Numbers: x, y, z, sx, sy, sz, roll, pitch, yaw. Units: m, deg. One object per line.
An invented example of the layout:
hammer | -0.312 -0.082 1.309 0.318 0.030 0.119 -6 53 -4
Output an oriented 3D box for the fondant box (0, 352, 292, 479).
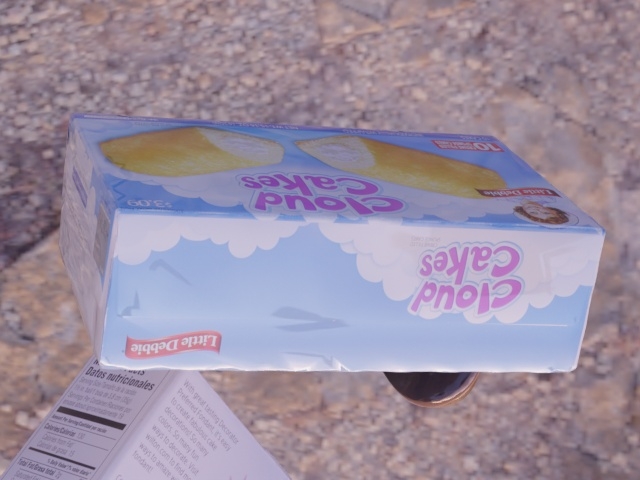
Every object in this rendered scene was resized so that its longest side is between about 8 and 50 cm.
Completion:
fondant box | -0.140 0.268 0.921 0.330 0.096 0.238 -54 128 -25

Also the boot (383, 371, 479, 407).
boot | 0.100 0.040 1.242 0.305 0.112 0.115 -97 162 -48

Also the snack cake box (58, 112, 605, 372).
snack cake box | 0.000 0.000 0.783 0.264 0.152 0.089 2 111 -20
